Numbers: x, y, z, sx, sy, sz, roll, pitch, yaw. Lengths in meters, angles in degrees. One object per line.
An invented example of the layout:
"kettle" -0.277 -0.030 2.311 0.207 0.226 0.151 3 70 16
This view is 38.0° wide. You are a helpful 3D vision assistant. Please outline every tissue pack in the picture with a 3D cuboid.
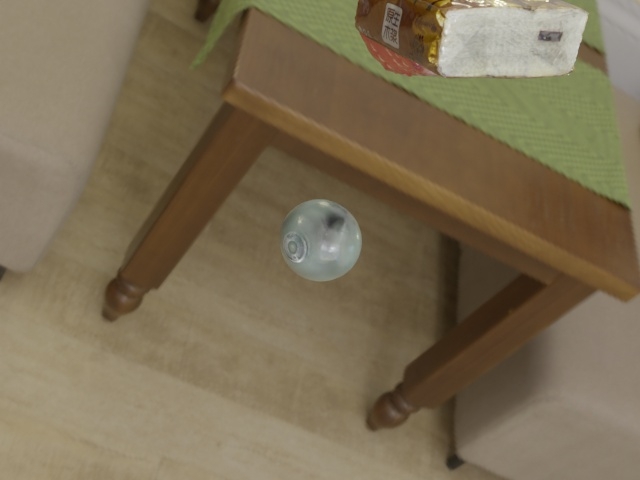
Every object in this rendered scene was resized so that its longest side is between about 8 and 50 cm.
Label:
"tissue pack" 0.161 -0.248 1.060 0.183 0.092 0.226 -3 27 -21

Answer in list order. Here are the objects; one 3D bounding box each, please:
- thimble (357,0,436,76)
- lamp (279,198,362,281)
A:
"thimble" 0.153 -0.348 1.460 0.163 0.125 0.190 -33 111 -21
"lamp" 0.000 0.000 1.162 0.105 0.105 0.105 20 48 -24
